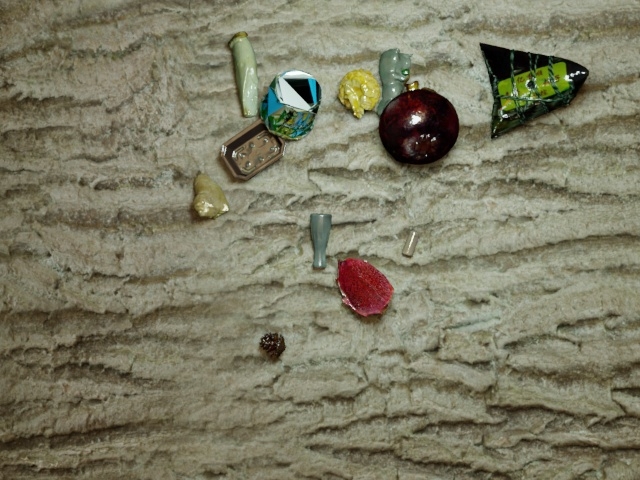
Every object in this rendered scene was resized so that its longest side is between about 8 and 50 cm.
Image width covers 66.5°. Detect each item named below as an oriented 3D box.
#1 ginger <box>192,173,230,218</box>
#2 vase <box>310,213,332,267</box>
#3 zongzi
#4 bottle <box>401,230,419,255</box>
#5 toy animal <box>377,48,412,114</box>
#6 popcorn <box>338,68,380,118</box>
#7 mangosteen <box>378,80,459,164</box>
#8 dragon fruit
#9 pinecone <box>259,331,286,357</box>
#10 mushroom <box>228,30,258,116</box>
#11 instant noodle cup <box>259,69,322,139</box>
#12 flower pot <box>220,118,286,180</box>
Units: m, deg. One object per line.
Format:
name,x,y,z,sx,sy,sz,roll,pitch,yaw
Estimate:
ginger,-0.473,-0.178,1.968,0.115,0.123,0.193,-34,81,24
vase,0.000,0.000,1.943,0.086,0.086,0.213,2,94,5
zongzi,0.764,-0.622,1.817,0.384,0.319,0.361,-21,90,23
bottle,0.357,0.013,1.928,0.045,0.045,0.096,21,89,5
toy animal,0.281,-0.613,1.917,0.126,0.127,0.251,7,104,-8
popcorn,0.149,-0.572,1.896,0.180,0.180,0.170,44,72,4
mangosteen,0.359,-0.428,1.825,0.297,0.293,0.296,-13,126,-18
dragon fruit,0.167,0.188,1.915,0.274,0.126,0.161,46,128,23
pinecone,-0.188,0.414,1.953,0.109,0.102,0.102,24,92,38
mushroom,-0.299,-0.671,1.962,0.087,0.107,0.332,-8,87,-36
instant noodle cup,-0.104,-0.528,1.865,0.241,0.178,0.240,5,73,-17
flower pot,-0.262,-0.359,1.963,0.251,0.084,0.178,-33,88,5
